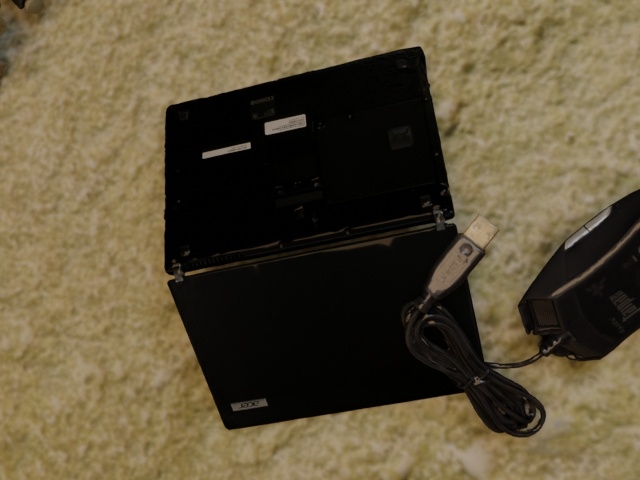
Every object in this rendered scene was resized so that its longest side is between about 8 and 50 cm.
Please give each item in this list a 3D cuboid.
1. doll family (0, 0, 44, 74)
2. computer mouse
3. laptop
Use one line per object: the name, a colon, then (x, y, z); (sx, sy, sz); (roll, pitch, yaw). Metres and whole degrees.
doll family: (-0.313, -0.224, 0.686); (0.111, 0.076, 0.193); (36, 99, 4)
computer mouse: (0.179, 0.017, 0.570); (0.184, 0.060, 0.262); (38, 105, -27)
laptop: (0.000, 0.000, 0.655); (0.234, 0.136, 0.264); (-11, 62, 10)
